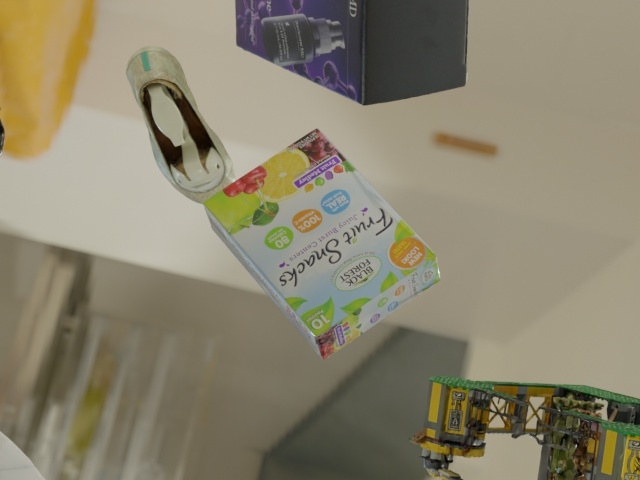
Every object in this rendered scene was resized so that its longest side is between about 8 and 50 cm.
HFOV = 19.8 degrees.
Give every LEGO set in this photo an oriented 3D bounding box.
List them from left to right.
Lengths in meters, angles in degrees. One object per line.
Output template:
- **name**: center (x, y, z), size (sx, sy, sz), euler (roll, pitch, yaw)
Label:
- **LEGO set**: center (0.240, 0.242, 1.643), size (0.255, 0.331, 0.192), euler (5, 94, -46)

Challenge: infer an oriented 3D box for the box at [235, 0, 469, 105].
- **box**: center (0.024, -0.216, 1.524), size (0.207, 0.108, 0.153), euler (30, -54, 52)

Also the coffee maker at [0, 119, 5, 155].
- **coffee maker**: center (-0.318, -0.058, 1.161), size (0.171, 0.178, 0.120), euler (-38, -139, 19)

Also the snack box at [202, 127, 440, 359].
- **snack box**: center (0.000, 0.000, 1.247), size (0.100, 0.141, 0.037), euler (-34, 148, -11)

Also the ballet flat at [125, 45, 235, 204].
- **ballet flat**: center (-0.113, -0.079, 1.463), size (0.052, 0.057, 0.168), euler (-106, 171, -51)

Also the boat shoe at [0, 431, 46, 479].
- **boat shoe**: center (-0.175, 0.218, 1.041), size (0.301, 0.102, 0.108), euler (47, -30, 35)
